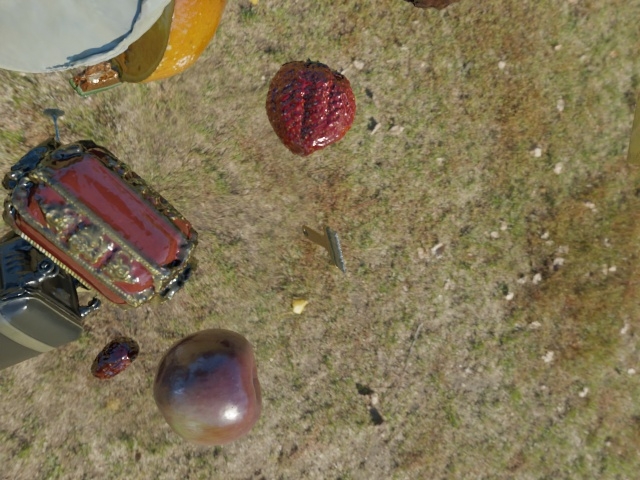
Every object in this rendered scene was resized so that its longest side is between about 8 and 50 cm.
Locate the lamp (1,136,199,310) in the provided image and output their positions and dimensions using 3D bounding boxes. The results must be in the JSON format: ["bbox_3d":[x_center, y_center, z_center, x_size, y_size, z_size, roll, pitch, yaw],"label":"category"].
[{"bbox_3d":[-0.309,-0.021,0.665,0.274,0.177,0.177,44,78,-20],"label":"lamp"}]

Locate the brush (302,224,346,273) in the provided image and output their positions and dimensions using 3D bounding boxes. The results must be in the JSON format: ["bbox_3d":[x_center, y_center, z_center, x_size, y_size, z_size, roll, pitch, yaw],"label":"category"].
[{"bbox_3d":[0.000,0.000,1.128,0.013,0.272,0.103,-19,107,-16],"label":"brush"}]

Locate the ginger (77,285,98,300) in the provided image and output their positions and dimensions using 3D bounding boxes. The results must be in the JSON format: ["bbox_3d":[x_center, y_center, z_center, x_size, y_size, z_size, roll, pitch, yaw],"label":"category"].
[{"bbox_3d":[-0.647,0.050,1.422,0.358,0.211,0.413,38,40,10],"label":"ginger"}]

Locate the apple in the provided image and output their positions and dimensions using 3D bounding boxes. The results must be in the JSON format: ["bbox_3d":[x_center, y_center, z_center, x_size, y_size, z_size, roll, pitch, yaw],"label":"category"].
[{"bbox_3d":[-0.276,0.366,1.143,0.235,0.306,0.305,-10,98,-3],"label":"apple"}]

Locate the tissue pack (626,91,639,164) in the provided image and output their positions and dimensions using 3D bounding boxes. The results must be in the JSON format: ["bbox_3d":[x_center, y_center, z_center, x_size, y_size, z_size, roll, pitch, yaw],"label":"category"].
[{"bbox_3d":[0.406,-0.129,0.511,0.062,0.176,0.095,6,104,18],"label":"tissue pack"}]

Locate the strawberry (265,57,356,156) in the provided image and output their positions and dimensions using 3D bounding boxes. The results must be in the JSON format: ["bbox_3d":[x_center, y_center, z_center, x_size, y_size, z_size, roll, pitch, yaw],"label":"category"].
[{"bbox_3d":[-0.041,-0.368,1.295,0.239,0.250,0.288,28,63,-25],"label":"strawberry"}]

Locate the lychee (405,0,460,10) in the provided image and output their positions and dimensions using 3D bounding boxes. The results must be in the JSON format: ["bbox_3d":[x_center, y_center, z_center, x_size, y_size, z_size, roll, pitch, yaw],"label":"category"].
[{"bbox_3d":[0.092,-0.302,0.389,0.188,0.188,0.188,-2,95,-21],"label":"lychee"}]

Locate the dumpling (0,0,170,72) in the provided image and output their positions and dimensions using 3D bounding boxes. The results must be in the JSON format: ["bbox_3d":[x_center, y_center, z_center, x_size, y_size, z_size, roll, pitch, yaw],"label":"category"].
[{"bbox_3d":[-0.185,-0.257,0.310,0.341,0.181,0.260,-40,76,-8],"label":"dumpling"}]

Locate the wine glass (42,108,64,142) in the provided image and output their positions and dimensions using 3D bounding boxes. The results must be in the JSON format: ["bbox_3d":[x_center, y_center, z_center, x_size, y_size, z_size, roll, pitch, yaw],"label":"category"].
[{"bbox_3d":[-0.899,-0.313,1.566,0.074,0.074,0.262,-8,88,-21],"label":"wine glass"}]

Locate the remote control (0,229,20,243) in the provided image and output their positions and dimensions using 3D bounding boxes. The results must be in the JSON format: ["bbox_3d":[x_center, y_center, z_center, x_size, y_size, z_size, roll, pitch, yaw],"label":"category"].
[{"bbox_3d":[-1.085,0.101,1.535,0.062,0.398,0.144,-17,123,22],"label":"remote control"}]

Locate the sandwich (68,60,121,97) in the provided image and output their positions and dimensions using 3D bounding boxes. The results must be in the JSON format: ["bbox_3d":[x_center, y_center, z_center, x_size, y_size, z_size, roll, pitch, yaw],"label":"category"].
[{"bbox_3d":[-0.752,-0.579,1.602,0.235,0.159,0.079,-31,112,-22],"label":"sandwich"}]

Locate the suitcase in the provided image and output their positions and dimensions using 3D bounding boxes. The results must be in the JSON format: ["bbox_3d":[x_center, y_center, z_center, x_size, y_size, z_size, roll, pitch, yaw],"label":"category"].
[{"bbox_3d":[-0.729,0.172,0.966,0.434,0.283,0.194,-21,64,-11],"label":"suitcase"}]

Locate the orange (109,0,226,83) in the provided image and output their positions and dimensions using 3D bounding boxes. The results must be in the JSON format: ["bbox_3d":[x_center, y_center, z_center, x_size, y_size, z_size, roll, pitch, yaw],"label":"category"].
[{"bbox_3d":[-0.281,-0.448,0.772,0.274,0.274,0.310,-28,139,-17],"label":"orange"}]

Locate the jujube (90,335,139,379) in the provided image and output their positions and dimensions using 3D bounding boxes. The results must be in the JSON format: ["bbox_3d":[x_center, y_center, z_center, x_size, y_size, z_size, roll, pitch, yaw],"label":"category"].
[{"bbox_3d":[-0.503,0.287,1.109,0.129,0.077,0.077,-39,108,9],"label":"jujube"}]
